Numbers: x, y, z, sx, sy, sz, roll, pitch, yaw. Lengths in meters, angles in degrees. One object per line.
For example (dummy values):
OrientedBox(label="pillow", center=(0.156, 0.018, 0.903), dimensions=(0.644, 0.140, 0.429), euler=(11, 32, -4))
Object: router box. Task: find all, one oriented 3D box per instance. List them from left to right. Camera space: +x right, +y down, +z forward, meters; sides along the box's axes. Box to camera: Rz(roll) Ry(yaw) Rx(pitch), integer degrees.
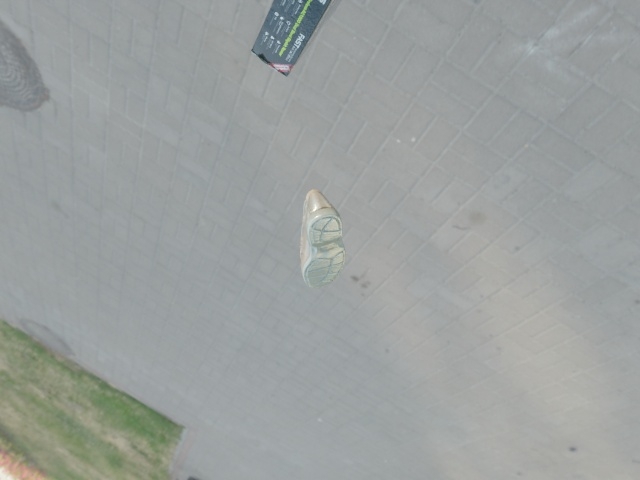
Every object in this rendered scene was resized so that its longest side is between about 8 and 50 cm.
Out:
OrientedBox(label="router box", center=(-0.002, -0.196, 0.442), dimensions=(0.038, 0.092, 0.122), euler=(34, 156, -10))

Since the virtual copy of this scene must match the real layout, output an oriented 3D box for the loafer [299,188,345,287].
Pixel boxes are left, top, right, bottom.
OrientedBox(label="loafer", center=(0.000, 0.000, 0.566), dimensions=(0.045, 0.039, 0.125), euler=(-12, 146, -11))
